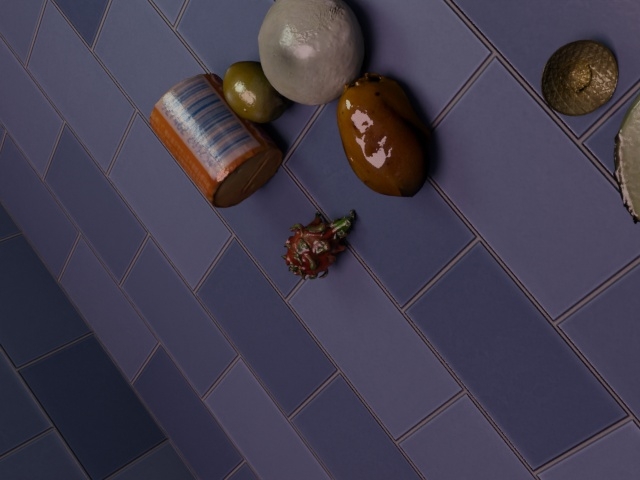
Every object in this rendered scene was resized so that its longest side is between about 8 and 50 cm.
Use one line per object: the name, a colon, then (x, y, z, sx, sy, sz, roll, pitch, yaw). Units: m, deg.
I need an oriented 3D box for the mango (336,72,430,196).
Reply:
mango: (0.140, -0.231, 1.888, 0.201, 0.152, 0.287, -26, 101, 18)

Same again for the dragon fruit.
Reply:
dragon fruit: (-0.002, -0.002, 2.158, 0.137, 0.135, 0.236, 42, 112, 19)

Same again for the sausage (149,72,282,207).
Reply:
sausage: (-0.273, -0.262, 2.199, 0.287, 0.233, 0.233, 49, 135, 15)

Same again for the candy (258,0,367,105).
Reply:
candy: (-0.032, -0.439, 1.926, 0.295, 0.185, 0.296, 21, 127, 31)

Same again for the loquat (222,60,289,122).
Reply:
loquat: (-0.166, -0.374, 2.102, 0.195, 0.152, 0.152, 32, 128, 28)

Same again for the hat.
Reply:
hat: (0.481, -0.314, 1.598, 0.146, 0.067, 0.146, -1, 114, -1)

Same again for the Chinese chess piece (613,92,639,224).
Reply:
Chinese chess piece: (0.678, -0.141, 1.430, 0.349, 0.146, 0.349, 20, 122, 35)
